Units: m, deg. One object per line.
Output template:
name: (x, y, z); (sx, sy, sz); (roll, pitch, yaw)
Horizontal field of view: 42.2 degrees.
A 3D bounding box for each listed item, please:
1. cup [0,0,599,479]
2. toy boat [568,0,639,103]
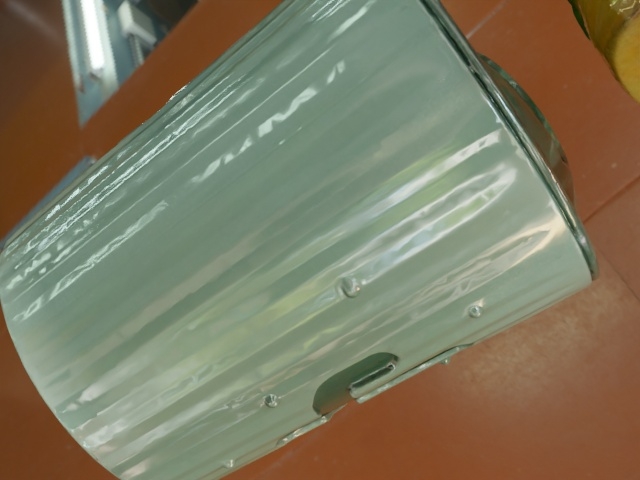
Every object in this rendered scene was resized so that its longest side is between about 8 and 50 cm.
cup: (0.006, 0.014, 0.690); (0.392, 0.401, 0.310); (-34, 43, 9)
toy boat: (0.171, -0.128, 0.412); (0.088, 0.229, 0.088); (-21, 66, 30)
